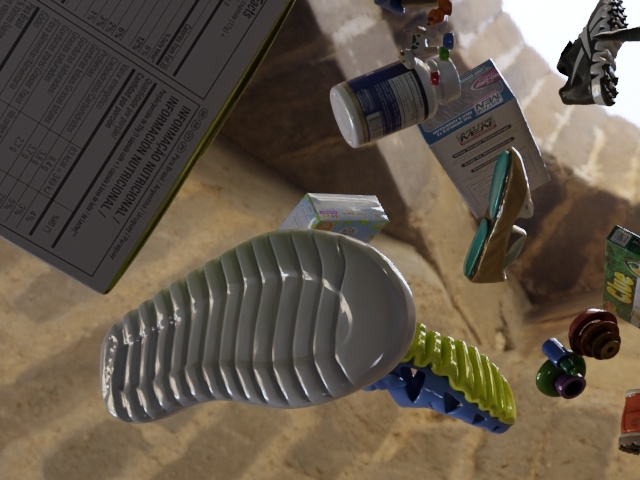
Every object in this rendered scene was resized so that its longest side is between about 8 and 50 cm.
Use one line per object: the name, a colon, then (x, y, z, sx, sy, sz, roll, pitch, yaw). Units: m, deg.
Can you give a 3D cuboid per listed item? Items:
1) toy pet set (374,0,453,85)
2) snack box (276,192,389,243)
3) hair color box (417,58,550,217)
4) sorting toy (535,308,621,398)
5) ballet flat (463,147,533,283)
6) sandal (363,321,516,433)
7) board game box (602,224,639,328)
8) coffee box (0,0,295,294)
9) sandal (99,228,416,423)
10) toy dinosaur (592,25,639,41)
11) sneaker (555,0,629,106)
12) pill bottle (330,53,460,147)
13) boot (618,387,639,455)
toy pet set: (0.084, -0.215, 0.745, 0.065, 0.114, 0.122, -1, 173, 1)
snack box: (0.000, 0.000, 1.492, 0.174, 0.070, 0.207, -1, 143, -40)
hair color box: (0.314, -0.183, 1.516, 0.174, 0.347, 0.105, -29, -120, 13)
sorting toy: (0.233, 0.110, 0.706, 0.061, 0.102, 0.042, 11, -155, -25)
ballet flat: (0.272, -0.032, 1.158, 0.073, 0.232, 0.080, 9, -142, -3)
sandal: (0.166, 0.219, 1.264, 0.138, 0.317, 0.126, -57, -177, 28)
board game box: (0.454, 0.073, 1.079, 0.136, 0.259, 0.030, 35, -100, 29)
coffee box: (-0.256, -0.191, 0.786, 0.338, 0.334, 0.337, -58, -167, 0)
sandal: (-0.072, 0.092, 0.809, 0.416, 0.169, 0.102, -15, 164, 36)
toy dinosaur: (0.452, -0.251, 0.814, 0.314, 0.121, 0.160, -11, -121, 1)
sneaker: (0.445, -0.318, 1.311, 0.106, 0.078, 0.234, -4, -120, 40)
pill bottle: (0.107, -0.202, 1.112, 0.169, 0.094, 0.094, -22, -162, -8)
boot: (0.427, 0.205, 0.934, 0.158, 0.059, 0.084, -19, -132, 47)
